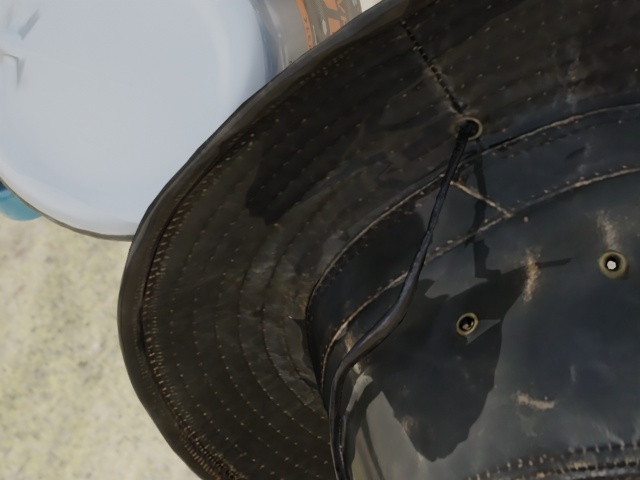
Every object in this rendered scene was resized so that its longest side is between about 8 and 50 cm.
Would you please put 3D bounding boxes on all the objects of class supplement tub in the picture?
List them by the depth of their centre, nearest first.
[{"bbox_3d":[-0.049,-0.077,0.505,0.117,0.117,0.190,-24,9,18],"label":"supplement tub"}]

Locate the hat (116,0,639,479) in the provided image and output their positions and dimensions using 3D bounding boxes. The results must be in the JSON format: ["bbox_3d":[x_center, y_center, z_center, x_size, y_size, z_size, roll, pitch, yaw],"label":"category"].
[{"bbox_3d":[0.101,0.048,0.431,0.331,0.331,0.134,-29,41,13],"label":"hat"}]

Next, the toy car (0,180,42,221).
[{"bbox_3d":[-0.337,-0.082,0.897,0.238,0.219,0.210,-35,52,3],"label":"toy car"}]
